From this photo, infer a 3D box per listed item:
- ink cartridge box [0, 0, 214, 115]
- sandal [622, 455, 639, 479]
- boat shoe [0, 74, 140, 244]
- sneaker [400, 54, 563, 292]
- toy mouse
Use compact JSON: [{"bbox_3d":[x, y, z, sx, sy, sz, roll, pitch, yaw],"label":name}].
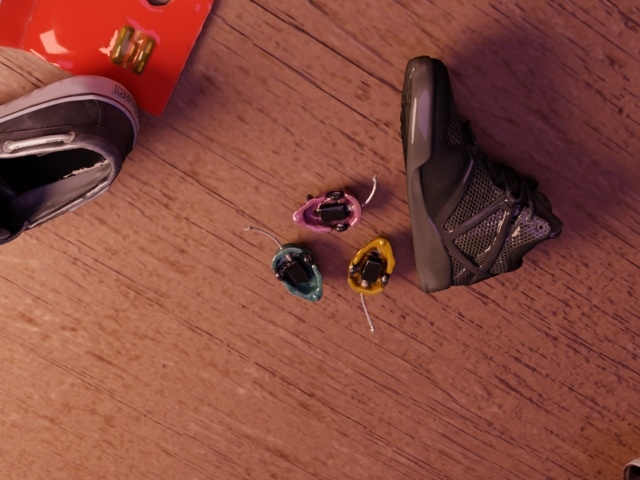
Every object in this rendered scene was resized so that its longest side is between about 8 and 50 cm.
[{"bbox_3d":[-0.248,-0.285,0.742,0.385,0.091,0.308,26,117,-10],"label":"ink cartridge box"},{"bbox_3d":[0.388,0.243,1.016,0.265,0.076,0.102,-8,135,-16],"label":"sandal"},{"bbox_3d":[-0.292,-0.041,0.856,0.301,0.102,0.108,-18,132,18],"label":"boat shoe"},{"bbox_3d":[0.135,-0.060,0.850,0.130,0.087,0.227,-9,121,6],"label":"sneaker"},{"bbox_3d":[0.000,0.000,0.919,0.143,0.031,0.161,12,119,-4],"label":"toy mouse"}]
